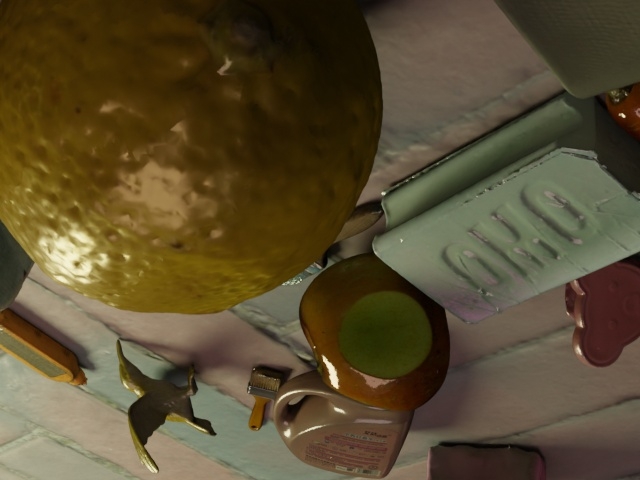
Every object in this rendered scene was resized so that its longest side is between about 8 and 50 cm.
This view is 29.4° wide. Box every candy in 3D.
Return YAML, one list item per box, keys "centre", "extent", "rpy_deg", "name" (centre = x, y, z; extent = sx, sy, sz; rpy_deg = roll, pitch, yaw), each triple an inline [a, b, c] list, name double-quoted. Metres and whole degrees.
- centre: [0.202, 0.396, 1.548]
  extent: [0.155, 0.265, 0.116]
  rpy_deg: [-1, 139, 18]
  name: "candy"

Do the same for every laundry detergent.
- centre: [0.028, 0.204, 1.496]
  extent: [0.171, 0.076, 0.237]
  rpy_deg: [11, 144, 1]
  name: "laundry detergent"

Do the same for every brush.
- centre: [0.000, 0.000, 1.275]
  extent: [0.070, 0.021, 0.196]
  rpy_deg: [35, 136, -27]
  name: "brush"
- centre: [-0.078, 0.210, 1.589]
  extent: [0.043, 0.014, 0.170]
  rpy_deg: [15, 145, -1]
  name: "brush"

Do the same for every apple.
- centre: [0.054, 0.094, 1.261]
  extent: [0.147, 0.163, 0.146]
  rpy_deg: [-6, 180, -5]
  name: "apple"

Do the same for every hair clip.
- centre: [0.307, 0.060, 1.189]
  extent: [0.138, 0.123, 0.102]
  rpy_deg: [4, -173, 12]
  name: "hair clip"

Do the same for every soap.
- centre: [0.187, -0.024, 1.121]
  extent: [0.150, 0.094, 0.261]
  rpy_deg: [33, 140, -27]
  name: "soap"

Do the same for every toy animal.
- centre: [-0.198, 0.187, 1.543]
  extent: [0.095, 0.155, 0.219]
  rpy_deg: [-17, -176, 0]
  name: "toy animal"

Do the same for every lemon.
- centre: [-0.108, -0.096, 0.938]
  extent: [0.336, 0.336, 0.336]
  rpy_deg: [8, 144, 6]
  name: "lemon"

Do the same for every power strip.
- centre: [-0.364, 0.140, 1.563]
  extent: [0.049, 0.028, 0.178]
  rpy_deg: [-18, 134, 35]
  name: "power strip"

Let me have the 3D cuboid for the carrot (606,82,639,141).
- centre: [0.325, -0.083, 1.025]
  extent: [0.225, 0.067, 0.067]
  rpy_deg: [30, 141, -25]
  name: "carrot"

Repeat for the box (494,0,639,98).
- centre: [0.228, -0.274, 0.700]
  extent: [0.343, 0.177, 0.352]
  rpy_deg: [-17, 136, 36]
  name: "box"

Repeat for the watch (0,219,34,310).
- centre: [-0.429, -0.045, 1.234]
  extent: [0.241, 0.162, 0.253]
  rpy_deg: [7, 144, 19]
  name: "watch"
